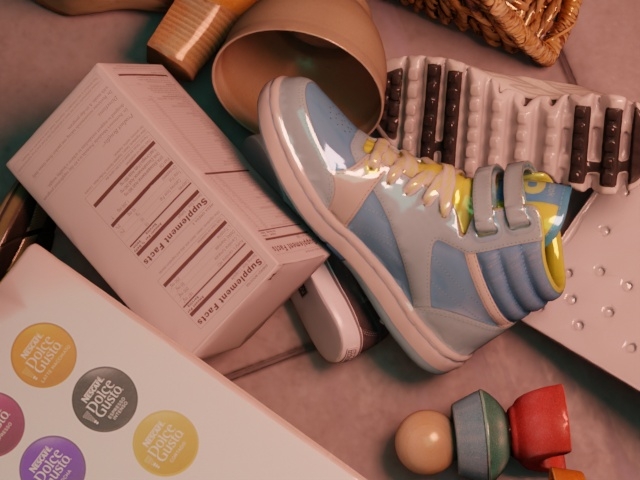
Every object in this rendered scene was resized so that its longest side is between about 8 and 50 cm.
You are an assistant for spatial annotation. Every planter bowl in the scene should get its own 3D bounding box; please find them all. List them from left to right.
[{"bbox_3d":[-0.009,-0.176,1.830,0.162,0.162,0.109,18,52,-1],"label":"planter bowl"}]

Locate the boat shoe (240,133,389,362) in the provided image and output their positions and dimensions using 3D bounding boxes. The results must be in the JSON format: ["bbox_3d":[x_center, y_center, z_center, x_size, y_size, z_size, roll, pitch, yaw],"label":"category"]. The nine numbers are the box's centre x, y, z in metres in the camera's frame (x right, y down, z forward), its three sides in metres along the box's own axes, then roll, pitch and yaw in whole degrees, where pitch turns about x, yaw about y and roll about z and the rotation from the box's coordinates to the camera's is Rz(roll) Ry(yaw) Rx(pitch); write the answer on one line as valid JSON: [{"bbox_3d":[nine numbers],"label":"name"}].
[{"bbox_3d":[0.000,0.000,1.834,0.076,0.080,0.228,-20,77,-30],"label":"boat shoe"}]

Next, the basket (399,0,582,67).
[{"bbox_3d":[0.185,-0.349,1.830,0.223,0.213,0.299,24,80,1],"label":"basket"}]

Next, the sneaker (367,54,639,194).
[{"bbox_3d":[0.184,-0.110,1.843,0.292,0.118,0.110,15,106,21],"label":"sneaker"}]

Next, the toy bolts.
[{"bbox_3d":[0.149,0.233,1.752,0.158,0.218,0.228,-6,63,1],"label":"toy bolts"}]

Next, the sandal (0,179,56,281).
[{"bbox_3d":[-0.340,0.060,1.780,0.086,0.120,0.303,31,80,15],"label":"sandal"}]

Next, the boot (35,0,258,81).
[{"bbox_3d":[-0.180,-0.304,1.863,0.295,0.104,0.211,32,75,-4],"label":"boot"}]

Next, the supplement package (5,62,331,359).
[{"bbox_3d":[-0.134,-0.027,1.759,0.134,0.139,0.244,-46,78,18],"label":"supplement package"}]

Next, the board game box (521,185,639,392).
[{"bbox_3d":[0.444,0.011,1.800,0.390,0.050,0.390,31,79,25],"label":"board game box"}]

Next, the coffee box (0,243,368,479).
[{"bbox_3d":[-0.198,0.252,1.641,0.334,0.338,0.337,36,80,3],"label":"coffee box"}]

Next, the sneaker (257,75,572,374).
[{"bbox_3d":[0.102,-0.050,1.757,0.208,0.127,0.319,-29,108,27],"label":"sneaker"}]
